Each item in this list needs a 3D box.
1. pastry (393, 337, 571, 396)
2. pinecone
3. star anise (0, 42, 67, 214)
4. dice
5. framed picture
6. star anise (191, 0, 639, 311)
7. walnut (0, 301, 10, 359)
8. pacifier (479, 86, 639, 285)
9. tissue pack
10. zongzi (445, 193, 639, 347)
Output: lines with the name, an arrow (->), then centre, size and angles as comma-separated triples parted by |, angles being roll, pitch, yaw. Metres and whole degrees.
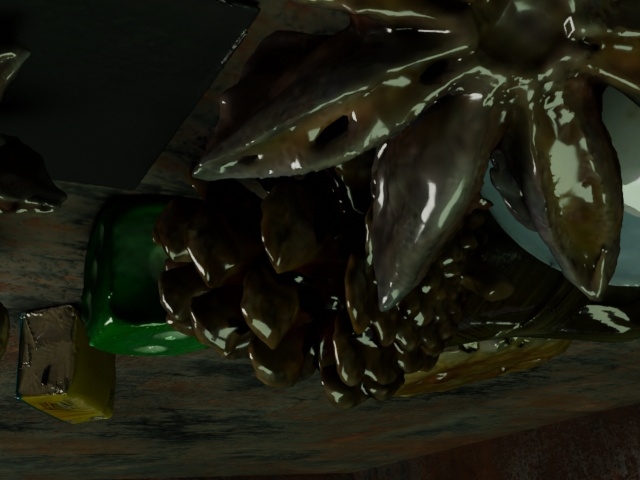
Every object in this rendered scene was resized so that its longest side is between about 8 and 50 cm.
pastry -> 0.177, 0.118, 1.008 | 0.329, 0.136, 0.330 | -11, 161, -4
pinecone -> 0.000, 0.000, 0.590 | 0.309, 0.244, 0.244 | -1, 163, 32
star anise -> -0.277, -0.056, 0.500 | 0.209, 0.089, 0.231 | 21, 139, -29
dice -> -0.159, 0.040, 0.746 | 0.130, 0.128, 0.120 | 4, 156, -29
framed picture -> -0.245, -0.117, 0.502 | 0.338, 0.014, 0.255 | 6, 153, -31
star anise -> 0.079, -0.113, 0.358 | 0.331, 0.332, 0.118 | -8, -159, 2
walnut -> -0.408, 0.070, 0.671 | 0.244, 0.198, 0.198 | -4, 157, -15
pacifier -> 0.235, -0.108, 0.503 | 0.287, 0.238, 0.226 | -29, -178, 22
tissue pack -> -0.329, 0.167, 1.002 | 0.082, 0.120, 0.169 | -6, 156, 1
zongzi -> 0.191, 0.074, 0.716 | 0.221, 0.242, 0.112 | 31, 150, 8
